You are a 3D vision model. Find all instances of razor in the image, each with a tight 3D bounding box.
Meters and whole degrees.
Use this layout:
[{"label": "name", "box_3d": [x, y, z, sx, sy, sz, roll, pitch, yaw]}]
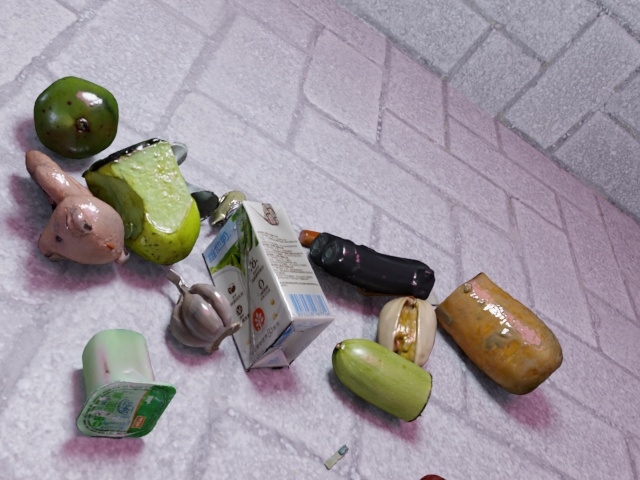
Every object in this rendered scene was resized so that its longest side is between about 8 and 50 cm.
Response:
[{"label": "razor", "box_3d": [0.138, 0.072, 1.895, 0.326, 0.107, 0.189, 16, 7, -25]}]

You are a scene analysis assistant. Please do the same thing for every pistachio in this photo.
[{"label": "pistachio", "box_3d": [0.215, 0.238, 1.819, 0.157, 0.157, 0.230, 33, 38, -13]}]

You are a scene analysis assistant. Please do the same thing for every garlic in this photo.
[{"label": "garlic", "box_3d": [-0.254, 0.128, 1.466, 0.194, 0.131, 0.127, 55, 7, 17]}]

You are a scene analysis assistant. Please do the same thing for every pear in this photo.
[{"label": "pear", "box_3d": [-0.376, -0.065, 1.531, 0.164, 0.238, 0.256, -29, 99, -30]}]

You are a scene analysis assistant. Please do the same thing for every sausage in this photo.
[{"label": "sausage", "box_3d": [0.000, 0.000, 1.948, 0.131, 0.039, 0.041, 12, 36, -39]}]

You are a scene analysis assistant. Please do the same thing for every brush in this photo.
[{"label": "brush", "box_3d": [0.035, 0.450, 1.505, 0.016, 0.013, 0.083, 51, 36, 10]}, {"label": "brush", "box_3d": [0.219, 0.142, 2.033, 0.314, 0.017, 0.090, 7, 47, -40]}]

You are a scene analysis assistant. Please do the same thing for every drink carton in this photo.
[{"label": "drink carton", "box_3d": [-0.351, 0.240, 1.246, 0.144, 0.146, 0.142, 13, 35, -37]}, {"label": "drink carton", "box_3d": [-0.118, 0.099, 1.578, 0.132, 0.194, 0.325, 6, 47, -43]}]

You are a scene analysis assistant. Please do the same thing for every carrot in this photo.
[{"label": "carrot", "box_3d": [0.496, 0.258, 1.997, 0.341, 0.224, 0.224, 49, 34, 15]}]

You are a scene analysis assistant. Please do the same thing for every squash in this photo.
[{"label": "squash", "box_3d": [0.128, 0.308, 1.655, 0.247, 0.132, 0.133, 31, 35, -14]}]

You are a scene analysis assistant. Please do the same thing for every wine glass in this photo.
[{"label": "wine glass", "box_3d": [-0.329, -0.140, 1.710, 0.122, 0.122, 0.183, 0, 48, -45]}]

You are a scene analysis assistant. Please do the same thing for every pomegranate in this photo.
[{"label": "pomegranate", "box_3d": [-0.546, -0.279, 1.608, 0.187, 0.187, 0.225, 22, 12, -27]}]

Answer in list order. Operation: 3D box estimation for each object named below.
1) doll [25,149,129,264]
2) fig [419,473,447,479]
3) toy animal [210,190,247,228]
[{"label": "doll", "box_3d": [-0.516, -0.054, 1.424, 0.303, 0.156, 0.201, 38, -12, 30]}, {"label": "fig", "box_3d": [0.248, 0.577, 1.526, 0.119, 0.153, 0.119, 17, -1, 0]}, {"label": "toy animal", "box_3d": [-0.216, -0.059, 1.751, 0.098, 0.098, 0.137, 33, 42, -14]}]
